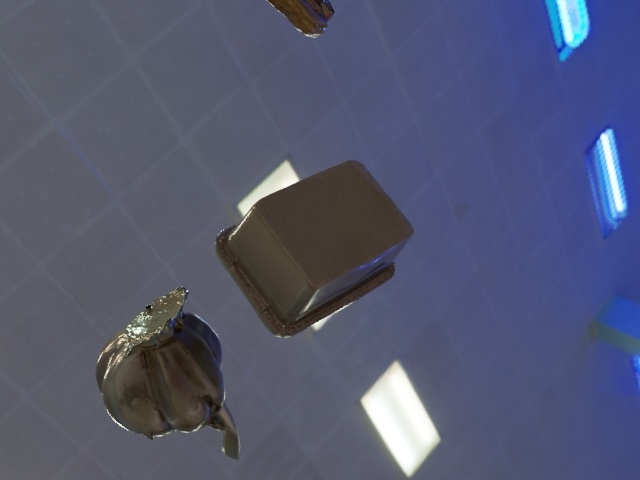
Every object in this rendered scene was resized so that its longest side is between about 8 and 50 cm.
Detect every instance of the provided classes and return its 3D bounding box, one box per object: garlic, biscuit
[{"bbox_3d":[-0.145,0.152,0.759,0.127,0.131,0.194,-29,-59,5],"label":"garlic"},{"bbox_3d":[-0.037,-0.255,0.689,0.133,0.184,0.027,38,-63,-20],"label":"biscuit"}]

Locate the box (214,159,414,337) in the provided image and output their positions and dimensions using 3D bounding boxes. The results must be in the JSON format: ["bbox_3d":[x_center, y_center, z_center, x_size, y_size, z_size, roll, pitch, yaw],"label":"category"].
[{"bbox_3d":[0.000,0.000,0.512,0.122,0.089,0.062,-27,-17,-37],"label":"box"}]
